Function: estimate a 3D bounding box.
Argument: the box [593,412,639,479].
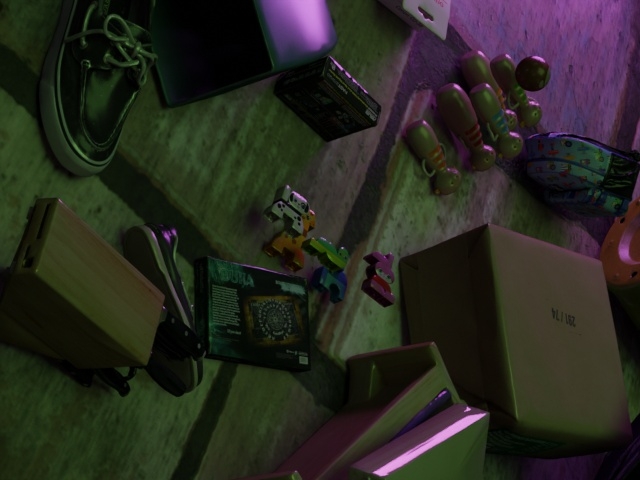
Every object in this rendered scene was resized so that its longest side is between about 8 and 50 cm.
[{"bbox_3d":[0.533,0.375,2.204,0.179,0.343,0.312,34,44,8],"label":"box"}]

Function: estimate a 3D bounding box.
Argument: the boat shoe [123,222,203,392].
[{"bbox_3d":[-0.170,0.076,1.711,0.065,0.075,0.206,-14,85,-47],"label":"boat shoe"}]

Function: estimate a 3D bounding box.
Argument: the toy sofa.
[{"bbox_3d":[0.041,0.289,1.830,0.362,0.150,0.177,-36,106,-48],"label":"toy sofa"}]

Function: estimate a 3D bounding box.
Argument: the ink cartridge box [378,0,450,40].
[{"bbox_3d":[0.145,-0.406,2.232,0.115,0.067,0.198,31,55,-40],"label":"ink cartridge box"}]

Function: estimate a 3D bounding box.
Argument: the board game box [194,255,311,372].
[{"bbox_3d":[-0.084,0.096,1.840,0.186,0.026,0.126,15,67,-46],"label":"board game box"}]

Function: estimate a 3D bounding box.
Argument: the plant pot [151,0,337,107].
[{"bbox_3d":[-0.088,-0.279,1.854,0.234,0.166,0.165,-18,92,-58],"label":"plant pot"}]

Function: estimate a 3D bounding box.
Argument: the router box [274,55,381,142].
[{"bbox_3d":[0.011,-0.194,1.989,0.122,0.092,0.038,40,51,-35],"label":"router box"}]

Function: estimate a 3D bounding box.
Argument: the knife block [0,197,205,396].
[{"bbox_3d":[-0.219,0.078,1.532,0.242,0.275,0.088,17,61,-13],"label":"knife block"}]

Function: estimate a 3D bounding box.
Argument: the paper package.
[{"bbox_3d":[0.293,0.159,2.129,0.325,0.168,0.309,16,59,-47],"label":"paper package"}]

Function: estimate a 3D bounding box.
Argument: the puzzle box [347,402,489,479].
[{"bbox_3d":[0.105,0.430,1.790,0.272,0.052,0.408,-18,118,-56],"label":"puzzle box"}]

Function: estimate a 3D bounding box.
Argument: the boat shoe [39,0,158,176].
[{"bbox_3d":[-0.243,-0.224,1.693,0.113,0.105,0.306,32,55,-39],"label":"boat shoe"}]

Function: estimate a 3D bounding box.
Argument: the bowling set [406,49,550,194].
[{"bbox_3d":[0.280,-0.187,2.229,0.154,0.200,0.287,58,46,-21],"label":"bowling set"}]

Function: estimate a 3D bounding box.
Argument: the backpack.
[{"bbox_3d":[0.421,-0.114,2.402,0.173,0.158,0.116,18,83,-31],"label":"backpack"}]

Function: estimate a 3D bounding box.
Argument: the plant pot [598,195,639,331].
[{"bbox_3d":[0.686,0.083,2.533,0.353,0.366,0.366,36,52,-21],"label":"plant pot"}]

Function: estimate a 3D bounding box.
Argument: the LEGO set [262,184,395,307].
[{"bbox_3d":[0.000,0.000,1.928,0.227,0.087,0.093,38,49,-28],"label":"LEGO set"}]
